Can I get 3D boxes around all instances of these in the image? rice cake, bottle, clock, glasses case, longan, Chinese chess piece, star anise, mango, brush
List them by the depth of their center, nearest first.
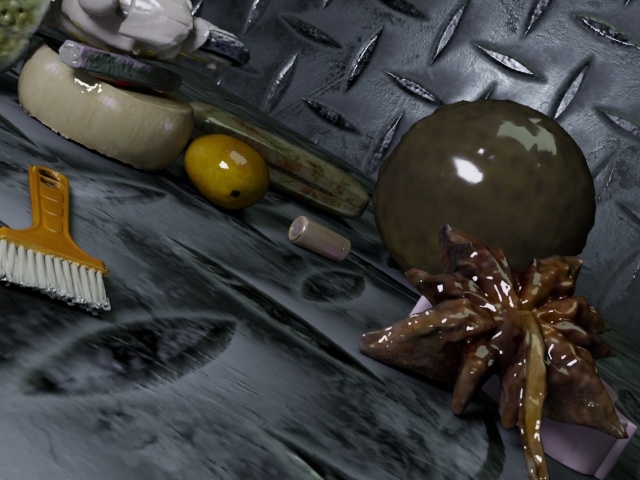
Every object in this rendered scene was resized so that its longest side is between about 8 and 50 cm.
[{"bbox_3d":[-0.242,-0.019,0.674,0.090,0.017,0.314,24,11,-27],"label":"brush"},{"bbox_3d":[0.211,0.103,0.827,0.292,0.109,0.349,19,45,28],"label":"star anise"},{"bbox_3d":[0.244,0.162,0.959,0.290,0.080,0.275,29,10,0],"label":"clock"},{"bbox_3d":[-0.262,-0.231,1.009,0.047,0.036,0.206,30,15,25],"label":"rice cake"},{"bbox_3d":[-0.307,-0.195,1.082,0.249,0.103,0.250,27,12,-6],"label":"Chinese chess piece"},{"bbox_3d":[-0.147,-0.108,1.135,0.136,0.099,0.227,24,3,-22],"label":"mango"},{"bbox_3d":[0.000,0.000,1.151,0.096,0.045,0.045,27,11,-30],"label":"bottle"},{"bbox_3d":[0.295,-0.073,1.357,0.391,0.391,0.391,29,11,-6],"label":"longan"},{"bbox_3d":[-0.087,-0.155,1.479,0.425,0.098,0.156,24,10,-27],"label":"glasses case"}]

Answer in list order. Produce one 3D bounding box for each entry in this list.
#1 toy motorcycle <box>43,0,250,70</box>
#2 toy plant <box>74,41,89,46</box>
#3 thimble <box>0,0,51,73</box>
[{"bbox_3d":[-0.277,-0.307,1.038,0.340,0.108,0.223,17,2,25],"label":"toy motorcycle"},{"bbox_3d":[-0.415,-0.315,1.375,0.162,0.093,0.093,33,11,32],"label":"toy plant"},{"bbox_3d":[-0.479,-0.370,1.002,0.150,0.271,0.271,15,18,-47],"label":"thimble"}]
